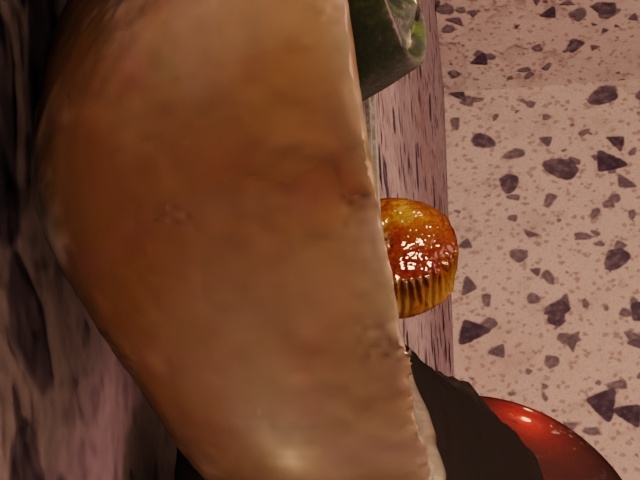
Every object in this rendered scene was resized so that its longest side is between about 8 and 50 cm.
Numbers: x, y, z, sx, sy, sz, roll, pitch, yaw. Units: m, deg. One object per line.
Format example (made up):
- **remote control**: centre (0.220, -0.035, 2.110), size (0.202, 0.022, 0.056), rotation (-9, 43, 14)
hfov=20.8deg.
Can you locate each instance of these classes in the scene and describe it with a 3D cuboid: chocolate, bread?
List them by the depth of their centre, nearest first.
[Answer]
- **chocolate**: centre (-0.027, -0.026, 0.457), size (0.254, 0.080, 0.157), rotation (-99, 176, -69)
- **bread**: centre (0.046, 0.007, 1.097), size (0.085, 0.085, 0.053), rotation (-86, 172, -51)

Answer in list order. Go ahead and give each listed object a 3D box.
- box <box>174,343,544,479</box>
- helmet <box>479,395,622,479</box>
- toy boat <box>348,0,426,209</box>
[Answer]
- **box**: centre (0.028, 0.225, 0.625), size (0.350, 0.091, 0.359), rotation (36, 50, -69)
- **helmet**: centre (0.082, 0.184, 0.948), size (0.216, 0.193, 0.189), rotation (41, -20, 28)
- **toy boat**: centre (0.006, -0.104, 0.748), size (0.141, 0.092, 0.319), rotation (-68, 155, -72)
